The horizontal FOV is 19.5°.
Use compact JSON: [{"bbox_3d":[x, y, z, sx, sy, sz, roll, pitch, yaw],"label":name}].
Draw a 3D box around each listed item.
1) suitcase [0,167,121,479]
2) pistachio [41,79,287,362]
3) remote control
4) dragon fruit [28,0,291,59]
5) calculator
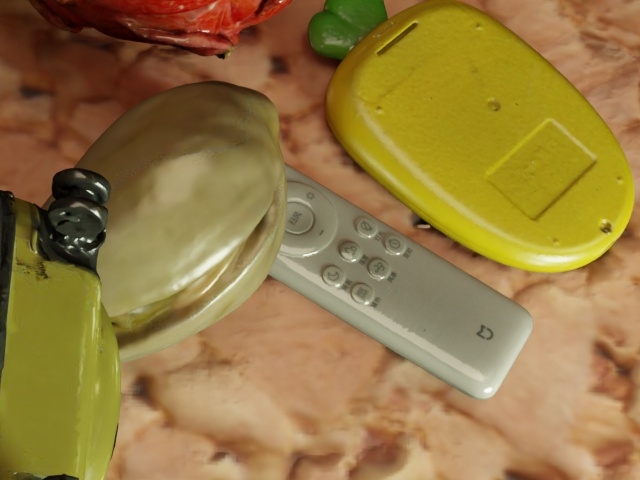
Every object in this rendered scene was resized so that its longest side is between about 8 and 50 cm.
[{"bbox_3d":[-0.180,0.086,0.857,0.143,0.235,0.194,17,55,-27],"label":"suitcase"},{"bbox_3d":[-0.088,-0.008,0.995,0.185,0.124,0.124,-37,73,-11],"label":"pistachio"},{"bbox_3d":[0.000,0.000,1.068,0.261,0.029,0.067,31,58,6],"label":"remote control"},{"bbox_3d":[-0.098,-0.222,1.061,0.241,0.252,0.241,-1,92,-31],"label":"dragon fruit"},{"bbox_3d":[0.088,-0.075,1.135,0.235,0.032,0.146,42,58,10],"label":"calculator"}]
